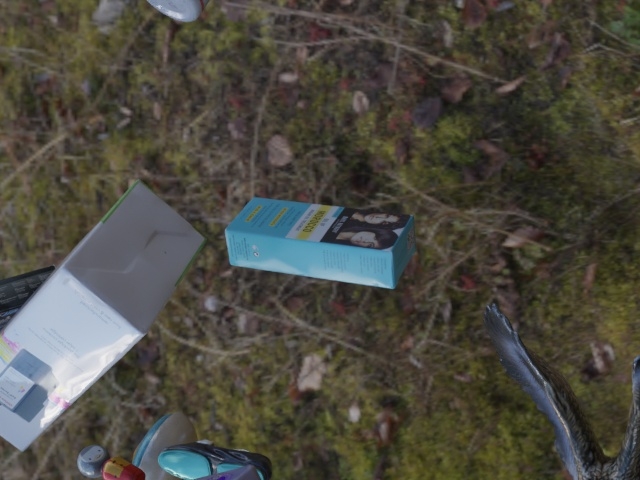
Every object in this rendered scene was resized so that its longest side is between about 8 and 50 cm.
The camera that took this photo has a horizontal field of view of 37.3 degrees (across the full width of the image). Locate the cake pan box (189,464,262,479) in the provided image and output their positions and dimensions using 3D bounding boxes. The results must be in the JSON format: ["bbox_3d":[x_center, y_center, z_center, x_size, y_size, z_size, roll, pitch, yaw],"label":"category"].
[{"bbox_3d":[-0.179,0.244,0.594,0.246,0.267,0.070,-21,94,33],"label":"cake pan box"}]

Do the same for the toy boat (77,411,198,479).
[{"bbox_3d":[-0.389,0.491,2.051,0.148,0.318,0.267,16,83,22],"label":"toy boat"}]

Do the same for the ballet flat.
[{"bbox_3d":[-0.176,0.381,1.630,0.203,0.074,0.074,6,98,15],"label":"ballet flat"}]

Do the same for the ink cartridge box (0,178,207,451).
[{"bbox_3d":[-0.310,0.111,1.153,0.119,0.207,0.353,42,123,-11],"label":"ink cartridge box"}]

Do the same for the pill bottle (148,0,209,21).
[{"bbox_3d":[-0.146,-0.351,1.147,0.087,0.087,0.160,13,66,43],"label":"pill bottle"}]

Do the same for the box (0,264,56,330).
[{"bbox_3d":[-0.532,0.122,1.481,0.175,0.220,0.051,-38,78,42],"label":"box"}]

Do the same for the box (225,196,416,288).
[{"bbox_3d":[0.000,0.000,1.302,0.244,0.100,0.060,7,124,21],"label":"box"}]

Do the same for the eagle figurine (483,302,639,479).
[{"bbox_3d":[0.279,0.208,0.914,0.225,0.226,0.298,-178,87,-80],"label":"eagle figurine"}]
